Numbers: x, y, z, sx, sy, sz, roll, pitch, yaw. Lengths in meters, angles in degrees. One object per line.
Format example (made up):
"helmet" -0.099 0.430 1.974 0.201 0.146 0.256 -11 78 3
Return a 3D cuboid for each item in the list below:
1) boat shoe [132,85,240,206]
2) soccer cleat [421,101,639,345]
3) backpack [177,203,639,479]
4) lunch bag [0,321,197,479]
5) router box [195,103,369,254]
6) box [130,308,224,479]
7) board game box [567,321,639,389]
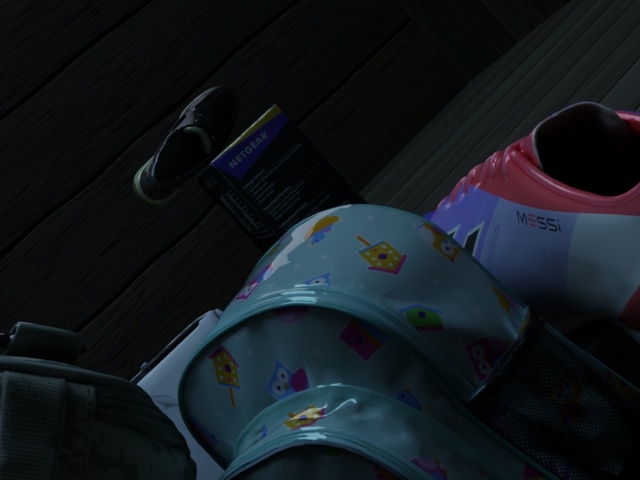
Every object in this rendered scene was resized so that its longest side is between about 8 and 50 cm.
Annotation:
"boat shoe" -0.120 -0.094 1.745 0.152 0.056 0.049 -56 14 -28
"soccer cleat" 0.113 -0.012 0.845 0.108 0.116 0.318 -37 16 -21
"backpack" 0.030 0.085 0.799 0.166 0.188 0.144 -38 6 47
"lunch bag" -0.169 0.200 0.795 0.256 0.212 0.305 153 127 -67
"router box" 0.000 0.000 1.666 0.081 0.243 0.309 -43 4 -5
"box" -0.093 0.176 1.073 0.262 0.127 0.231 -43 -12 2
"board game box" 0.154 0.042 1.009 0.193 0.053 0.305 -38 6 45
